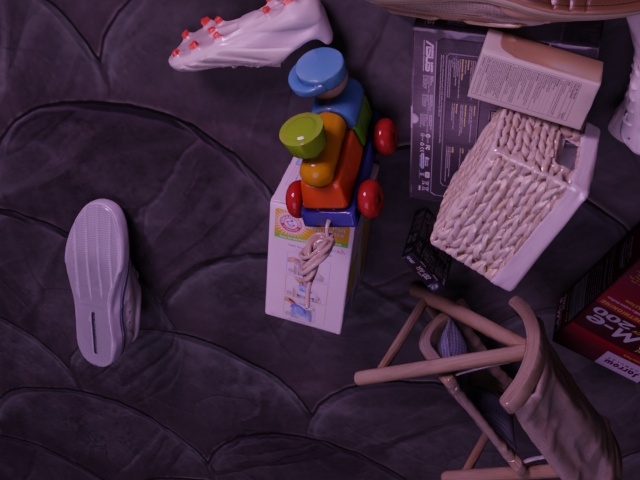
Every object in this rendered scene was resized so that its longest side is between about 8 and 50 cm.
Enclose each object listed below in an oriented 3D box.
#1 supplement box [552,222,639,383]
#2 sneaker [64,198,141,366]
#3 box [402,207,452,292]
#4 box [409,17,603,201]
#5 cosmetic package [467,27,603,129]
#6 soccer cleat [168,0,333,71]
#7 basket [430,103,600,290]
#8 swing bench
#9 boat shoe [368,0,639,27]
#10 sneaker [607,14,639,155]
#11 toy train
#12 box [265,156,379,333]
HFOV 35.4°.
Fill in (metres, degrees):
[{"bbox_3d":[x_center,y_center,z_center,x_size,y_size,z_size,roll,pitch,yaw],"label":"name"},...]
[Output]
[{"bbox_3d":[0.389,0.061,1.166,0.130,0.073,0.239,26,139,-5],"label":"supplement box"},{"bbox_3d":[-0.305,0.052,1.436,0.094,0.091,0.258,16,117,14],"label":"sneaker"},{"bbox_3d":[0.132,0.011,1.211,0.018,0.083,0.067,-23,122,37],"label":"box"},{"bbox_3d":[0.189,-0.134,1.058,0.183,0.056,0.231,8,136,13],"label":"box"},{"bbox_3d":[0.205,-0.154,0.958,0.115,0.041,0.060,18,136,4],"label":"cosmetic package"},{"bbox_3d":[-0.079,-0.211,1.084,0.196,0.068,0.076,-15,130,30],"label":"soccer cleat"},{"bbox_3d":[0.193,-0.050,1.017,0.103,0.113,0.167,25,137,-2],"label":"basket"},{"bbox_3d":[0.229,0.201,1.258,0.255,0.165,0.253,2,139,46],"label":"swing bench"},{"bbox_3d":[0.172,-0.248,0.928,0.303,0.109,0.098,5,175,17],"label":"boat shoe"},{"bbox_3d":[0.328,-0.137,0.977,0.115,0.090,0.232,-10,128,35],"label":"sneaker"},{"bbox_3d":[-0.002,-0.071,1.045,0.105,0.248,0.143,0,145,23],"label":"toy train"},{"bbox_3d":[0.000,0.000,1.231,0.103,0.114,0.203,15,137,9],"label":"box"}]
